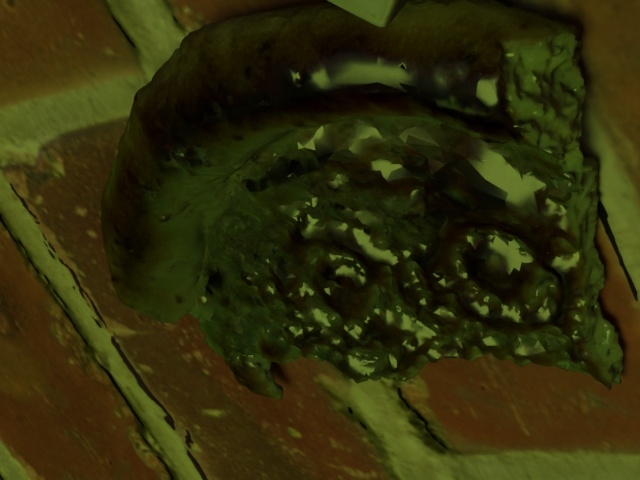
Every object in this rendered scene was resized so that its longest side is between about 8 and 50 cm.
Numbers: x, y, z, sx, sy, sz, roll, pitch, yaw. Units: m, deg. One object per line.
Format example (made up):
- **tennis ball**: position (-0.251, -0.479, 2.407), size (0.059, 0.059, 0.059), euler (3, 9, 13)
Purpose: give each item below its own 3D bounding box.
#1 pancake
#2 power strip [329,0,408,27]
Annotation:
- **pancake**: position (-0.002, -0.005, 0.837), size (0.427, 0.067, 0.304), euler (-8, 123, 38)
- **power strip**: position (0.067, -0.232, 0.560), size (0.058, 0.098, 0.338), euler (31, 138, 8)
